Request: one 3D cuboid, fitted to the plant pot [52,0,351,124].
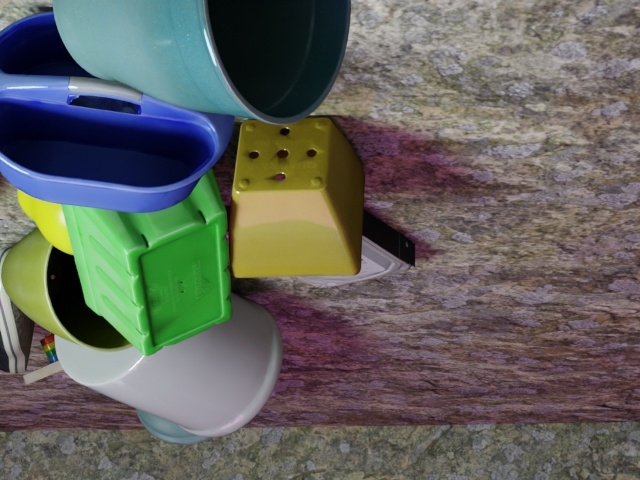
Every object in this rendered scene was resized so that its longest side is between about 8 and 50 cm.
[{"bbox_3d":[-0.143,-0.265,1.150,0.255,0.271,0.272,5,162,32],"label":"plant pot"}]

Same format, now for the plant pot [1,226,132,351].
[{"bbox_3d":[-0.479,0.068,1.996,0.294,0.274,0.275,-1,161,46],"label":"plant pot"}]

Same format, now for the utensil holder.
[{"bbox_3d":[-0.318,0.216,2.211,0.328,0.327,0.385,-12,153,29],"label":"utensil holder"}]

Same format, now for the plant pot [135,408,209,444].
[{"bbox_3d":[-0.339,0.326,2.552,0.293,0.293,0.196,-2,145,9],"label":"plant pot"}]

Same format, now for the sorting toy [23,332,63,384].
[{"bbox_3d":[-0.535,0.224,2.430,0.255,0.089,0.257,-23,180,37],"label":"sorting toy"}]

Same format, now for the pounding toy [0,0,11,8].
[{"bbox_3d":[-0.481,-0.361,1.174,0.154,0.154,0.269,-41,150,19],"label":"pounding toy"}]

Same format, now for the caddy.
[{"bbox_3d":[-0.288,-0.173,1.391,0.341,0.241,0.179,6,163,-12],"label":"caddy"}]

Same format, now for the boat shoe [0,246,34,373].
[{"bbox_3d":[-0.712,0.162,2.276,0.156,0.186,0.500,11,153,-10],"label":"boat shoe"}]

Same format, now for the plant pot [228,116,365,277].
[{"bbox_3d":[-0.045,-0.081,1.654,0.212,0.212,0.187,-1,145,8],"label":"plant pot"}]

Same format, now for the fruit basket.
[{"bbox_3d":[-0.320,-0.040,1.714,0.283,0.392,0.392,-24,165,-20],"label":"fruit basket"}]

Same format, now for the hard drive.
[{"bbox_3d":[0.000,0.000,2.001,0.237,0.064,0.339,-13,152,31],"label":"hard drive"}]
